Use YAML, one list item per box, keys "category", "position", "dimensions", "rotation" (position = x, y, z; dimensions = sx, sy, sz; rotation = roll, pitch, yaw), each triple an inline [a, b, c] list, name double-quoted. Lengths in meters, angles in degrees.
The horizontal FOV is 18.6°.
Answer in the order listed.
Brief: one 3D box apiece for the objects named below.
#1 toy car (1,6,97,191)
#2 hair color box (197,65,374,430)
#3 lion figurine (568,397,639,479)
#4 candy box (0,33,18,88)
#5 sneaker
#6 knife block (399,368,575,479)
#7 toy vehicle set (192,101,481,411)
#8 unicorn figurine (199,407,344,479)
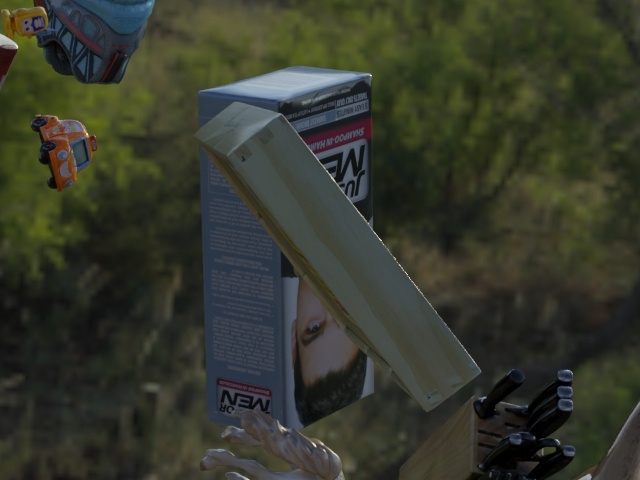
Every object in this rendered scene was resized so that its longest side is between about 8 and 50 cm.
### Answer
- category: "toy car"
  position: [-0.180, -0.098, 1.325]
  dimensions: [0.041, 0.122, 0.060]
  rotation: [-15, 21, -11]
- category: "hair color box"
  position: [-0.034, 0.009, 2.154]
  dimensions: [0.114, 0.374, 0.185]
  rotation: [10, 18, 33]
- category: "lion figurine"
  position: [0.146, 0.215, 0.899]
  dimensions: [0.142, 0.392, 0.240]
  rotation: [-7, 9, 33]
- category: "candy box"
  position: [-0.358, -0.109, 1.199]
  dimensions: [0.316, 0.183, 0.087]
  rotation: [30, 15, 19]
- category: "sneaker"
  position: [-0.238, -0.216, 1.774]
  dimensions: [0.104, 0.125, 0.262]
  rotation: [3, 22, -27]
- category: "knife block"
  position: [0.189, 0.221, 2.147]
  dimensions: [0.088, 0.242, 0.275]
  rotation: [15, 12, -15]
- category: "toy vehicle set"
  position: [0.000, 0.000, 1.098]
  dimensions: [0.035, 0.166, 0.267]
  rotation: [-38, 9, -3]
- category: "unicorn figurine"
  position: [-0.008, 0.154, 1.138]
  dimensions: [0.111, 0.060, 0.162]
  rotation: [14, -19, 13]
